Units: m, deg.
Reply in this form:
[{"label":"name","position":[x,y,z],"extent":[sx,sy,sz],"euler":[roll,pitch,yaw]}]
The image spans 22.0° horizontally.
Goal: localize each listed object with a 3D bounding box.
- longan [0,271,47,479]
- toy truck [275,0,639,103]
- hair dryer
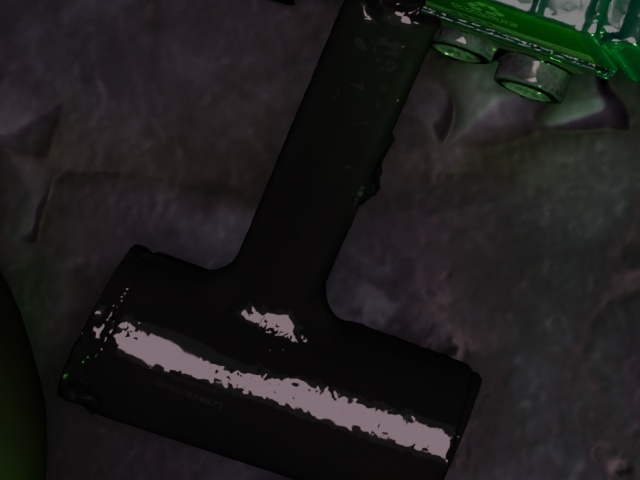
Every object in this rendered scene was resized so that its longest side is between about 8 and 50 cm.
[{"label":"longan","position":[-0.304,0.093,0.722],"extent":[0.361,0.361,0.361],"euler":[0,88,2]},{"label":"toy truck","position":[0.072,-0.149,0.809],"extent":[0.253,0.124,0.114],"euler":[20,86,1]},{"label":"hair dryer","position":[0.000,0.000,0.791],"extent":[0.197,0.089,0.251],"euler":[20,111,3]}]
